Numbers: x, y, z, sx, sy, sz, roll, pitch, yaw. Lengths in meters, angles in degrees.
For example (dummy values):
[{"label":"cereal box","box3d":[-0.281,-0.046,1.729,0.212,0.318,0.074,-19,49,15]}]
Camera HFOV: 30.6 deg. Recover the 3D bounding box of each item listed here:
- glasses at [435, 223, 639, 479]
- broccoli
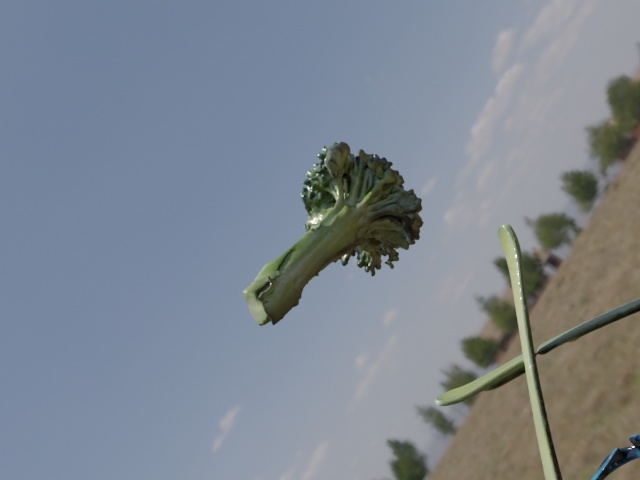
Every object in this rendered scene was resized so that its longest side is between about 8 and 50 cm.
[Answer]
[{"label":"glasses","box3d":[0.190,0.091,0.827,0.239,0.207,0.102,-56,-15,-7]},{"label":"broccoli","box3d":[0.002,0.002,1.031,0.204,0.118,0.122,-42,-9,-40]}]
